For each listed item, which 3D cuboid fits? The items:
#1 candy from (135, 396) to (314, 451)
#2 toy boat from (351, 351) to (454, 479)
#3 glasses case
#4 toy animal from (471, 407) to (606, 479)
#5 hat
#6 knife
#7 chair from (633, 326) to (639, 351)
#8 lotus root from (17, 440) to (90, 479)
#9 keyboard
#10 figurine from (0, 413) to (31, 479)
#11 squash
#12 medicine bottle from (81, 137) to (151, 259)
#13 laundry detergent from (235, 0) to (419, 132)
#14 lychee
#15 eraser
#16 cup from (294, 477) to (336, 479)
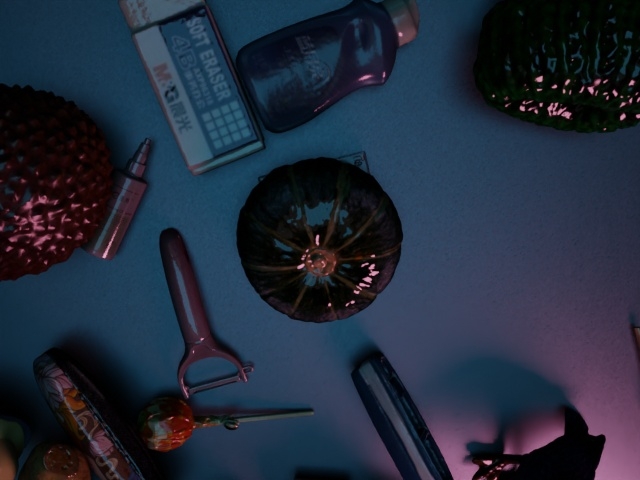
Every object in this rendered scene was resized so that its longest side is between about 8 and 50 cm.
[{"bbox_3d":[-0.153,0.295,1.197,0.288,0.078,0.084,-1,120,-11],"label":"candy"},{"bbox_3d":[0.142,0.323,1.170,0.062,0.096,0.299,-30,81,9],"label":"toy boat"},{"bbox_3d":[-0.338,0.306,1.145,0.082,0.122,0.321,-37,91,-32],"label":"glasses case"},{"bbox_3d":[0.344,0.389,1.164,0.298,0.185,0.122,-31,93,-17],"label":"toy animal"},{"bbox_3d":[0.375,-0.338,1.062,0.274,0.242,0.332,9,84,-16],"label":"hat"},{"bbox_3d":[-0.199,0.113,1.175,0.123,0.053,0.277,-16,98,-6],"label":"knife"},{"bbox_3d":[0.586,0.243,1.205,0.095,0.104,0.221,-11,93,25],"label":"chair"},{"bbox_3d":[-0.410,0.374,1.135,0.110,0.097,0.258,23,137,-13],"label":"lotus root"},{"bbox_3d":[-0.008,-0.096,1.174,0.176,0.014,0.055,-14,98,-1],"label":"keyboard"},{"bbox_3d":[-0.554,0.285,1.115,0.154,0.180,0.262,-48,54,-2],"label":"figurine"},{"bbox_3d":[0.000,0.000,1.110,0.252,0.165,0.252,-1,111,-2],"label":"squash"},{"bbox_3d":[-0.309,-0.069,1.143,0.058,0.057,0.199,26,95,-5],"label":"medicine bottle"},{"bbox_3d":[0.023,-0.281,1.112,0.290,0.094,0.143,-26,93,1],"label":"laundry detergent"},{"bbox_3d":[-0.447,-0.084,1.038,0.304,0.276,0.275,-30,97,-15],"label":"lychee"},{"bbox_3d":[-0.190,-0.248,1.114,0.124,0.081,0.278,-22,97,1],"label":"eraser"},{"bbox_3d":[0.004,0.445,1.209,0.099,0.074,0.102,3,97,-3],"label":"cup"}]
